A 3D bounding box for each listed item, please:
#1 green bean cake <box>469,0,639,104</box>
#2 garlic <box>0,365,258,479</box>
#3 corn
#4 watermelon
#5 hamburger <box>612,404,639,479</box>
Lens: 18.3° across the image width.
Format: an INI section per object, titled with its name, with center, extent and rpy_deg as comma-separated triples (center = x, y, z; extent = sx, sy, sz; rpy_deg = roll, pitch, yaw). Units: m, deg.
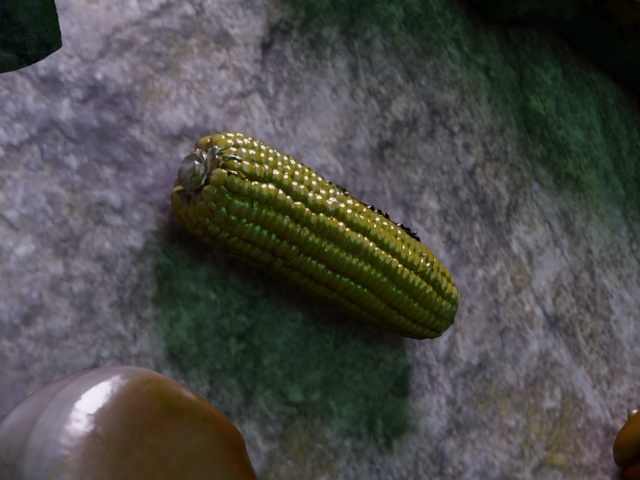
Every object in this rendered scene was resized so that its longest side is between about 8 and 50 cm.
[green bean cake]
center = 0.244, -0.226, 1.460
extent = 0.300, 0.169, 0.308
rpy_deg = -35, 94, -49
[garlic]
center = -0.099, 0.172, 0.925
extent = 0.228, 0.110, 0.217
rpy_deg = -41, 117, -63
[corn]
center = 0.000, 0.000, 1.167
extent = 0.203, 0.072, 0.072
rpy_deg = 29, 50, -31
[watermelon]
center = -0.172, -0.136, 1.065
extent = 0.092, 0.084, 0.072
rpy_deg = 32, 54, 1
[hamburger]
center = 0.271, 0.137, 1.284
extent = 0.162, 0.162, 0.115
rpy_deg = -13, 75, -47
